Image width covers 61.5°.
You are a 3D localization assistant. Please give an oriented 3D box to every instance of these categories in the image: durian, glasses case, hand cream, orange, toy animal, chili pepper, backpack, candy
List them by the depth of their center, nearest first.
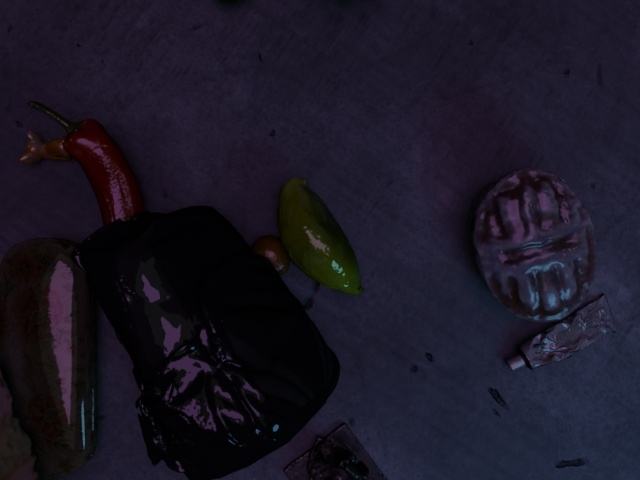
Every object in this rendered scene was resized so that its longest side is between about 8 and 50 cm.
[{"bbox_3d":[-0.189,0.135,0.881,0.255,0.363,0.445,-33,86,26],"label":"backpack"},{"bbox_3d":[-0.383,-0.078,0.958,0.137,0.092,0.368,-25,99,-47],"label":"chili pepper"},{"bbox_3d":[-0.483,0.208,0.959,0.156,0.098,0.425,-1,90,2],"label":"glasses case"},{"bbox_3d":[-0.499,-0.168,0.976,0.083,0.081,0.060,1,92,-26],"label":"toy animal"},{"bbox_3d":[0.000,0.000,0.993,0.101,0.139,0.250,-36,83,36],"label":"durian"},{"bbox_3d":[-0.094,0.031,1.012,0.085,0.085,0.085,0,89,-6],"label":"orange"},{"bbox_3d":[0.398,0.004,1.025,0.214,0.157,0.289,-14,98,8],"label":"candy"},{"bbox_3d":[0.490,0.197,1.088,0.257,0.050,0.084,-23,89,-9],"label":"hand cream"}]

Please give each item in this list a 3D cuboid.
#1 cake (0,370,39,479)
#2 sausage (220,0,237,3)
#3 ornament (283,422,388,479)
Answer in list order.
[{"bbox_3d":[-0.633,0.380,0.807,0.314,0.293,0.306,-16,91,12],"label":"cake"},{"bbox_3d":[-0.159,-0.578,1.002,0.109,0.109,0.270,6,88,-6],"label":"sausage"},{"bbox_3d":[0.036,0.453,0.964,0.153,0.196,0.166,-37,92,-6],"label":"ornament"}]
